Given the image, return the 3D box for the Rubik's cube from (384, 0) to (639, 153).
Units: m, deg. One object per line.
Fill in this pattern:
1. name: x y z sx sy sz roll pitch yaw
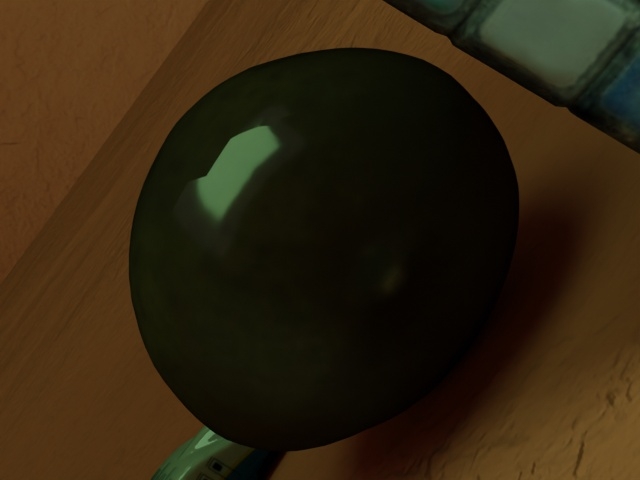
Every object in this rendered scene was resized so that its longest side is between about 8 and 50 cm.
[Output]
1. Rubik's cube: 0.157 -0.231 0.738 0.292 0.293 0.287 -51 16 34

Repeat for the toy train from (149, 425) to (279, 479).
1. toy train: -0.071 0.148 1.133 0.234 0.051 0.052 -57 19 -5

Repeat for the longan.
1. longan: 0.000 0.000 0.965 0.220 0.196 0.196 -56 14 16
